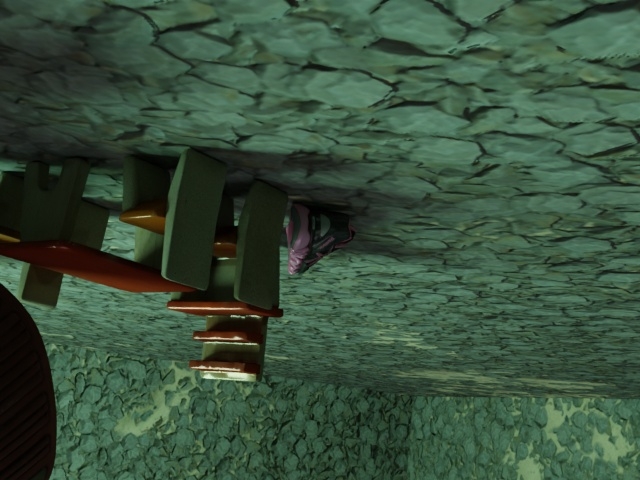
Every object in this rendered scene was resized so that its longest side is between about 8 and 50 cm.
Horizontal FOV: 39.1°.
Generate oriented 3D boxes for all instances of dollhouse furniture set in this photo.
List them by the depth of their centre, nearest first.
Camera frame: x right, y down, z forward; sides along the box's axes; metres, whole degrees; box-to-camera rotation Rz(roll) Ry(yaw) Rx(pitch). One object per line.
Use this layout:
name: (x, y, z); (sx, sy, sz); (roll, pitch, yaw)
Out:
dollhouse furniture set: (-0.142, 0.034, 0.747); (0.262, 0.135, 0.259); (-3, 164, 34)

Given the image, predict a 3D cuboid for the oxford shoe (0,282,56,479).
oxford shoe: (-0.308, 0.060, 0.676); (0.130, 0.348, 0.123); (4, -150, 41)

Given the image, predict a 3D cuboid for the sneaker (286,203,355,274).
sneaker: (0.000, 0.000, 0.756); (0.057, 0.047, 0.119); (-4, 170, -7)
